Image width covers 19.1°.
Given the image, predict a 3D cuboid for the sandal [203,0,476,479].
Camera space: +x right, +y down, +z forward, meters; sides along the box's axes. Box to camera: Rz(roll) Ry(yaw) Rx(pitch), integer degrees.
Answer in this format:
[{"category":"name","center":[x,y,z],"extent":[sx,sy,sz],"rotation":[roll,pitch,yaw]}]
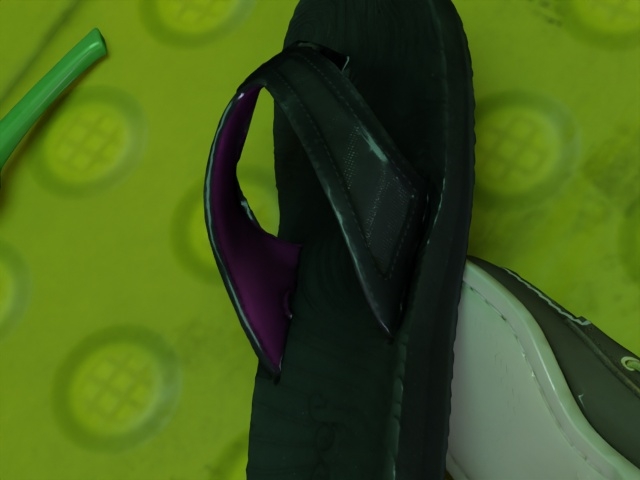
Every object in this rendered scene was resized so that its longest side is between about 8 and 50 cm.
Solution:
[{"category":"sandal","center":[0.001,0.000,1.074],"extent":[0.167,0.107,0.446],"rotation":[-32,44,41]}]

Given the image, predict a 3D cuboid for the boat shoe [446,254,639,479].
[{"category":"boat shoe","center":[0.153,0.113,1.033],"extent":[0.097,0.116,0.324],"rotation":[-7,38,-33]}]

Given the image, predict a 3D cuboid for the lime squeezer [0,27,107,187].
[{"category":"lime squeezer","center":[-0.279,-0.045,1.261],"extent":[0.310,0.059,0.110],"rotation":[-24,61,5]}]
